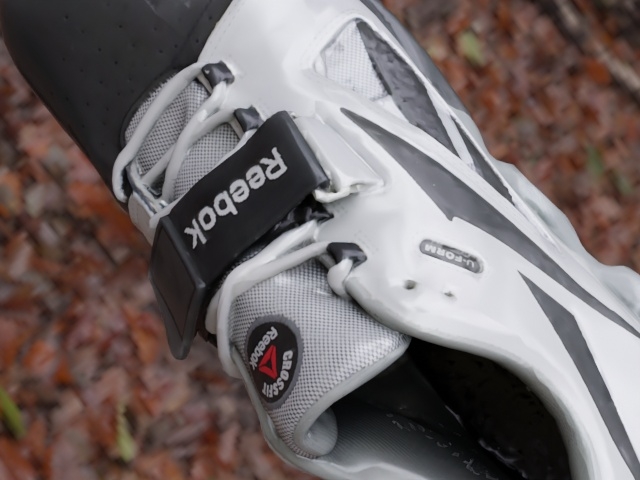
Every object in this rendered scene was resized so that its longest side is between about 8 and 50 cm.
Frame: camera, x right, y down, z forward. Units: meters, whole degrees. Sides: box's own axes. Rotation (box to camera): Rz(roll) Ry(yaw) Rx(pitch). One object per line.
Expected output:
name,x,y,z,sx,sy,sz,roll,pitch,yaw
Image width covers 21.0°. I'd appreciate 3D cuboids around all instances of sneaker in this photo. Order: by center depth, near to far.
sneaker,0.000,0.000,0.614,0.330,0.122,0.146,39,29,7
